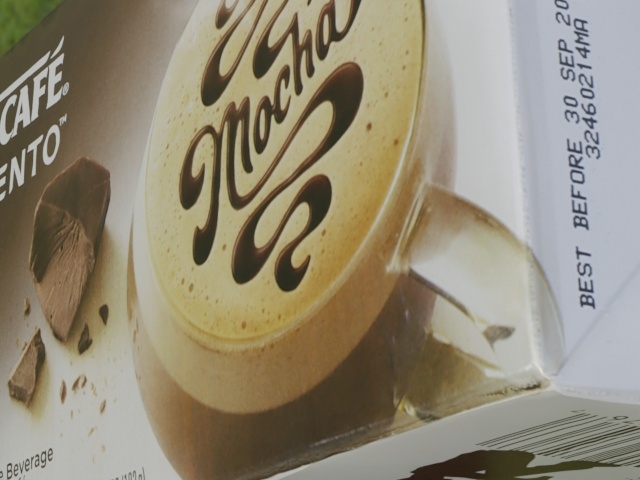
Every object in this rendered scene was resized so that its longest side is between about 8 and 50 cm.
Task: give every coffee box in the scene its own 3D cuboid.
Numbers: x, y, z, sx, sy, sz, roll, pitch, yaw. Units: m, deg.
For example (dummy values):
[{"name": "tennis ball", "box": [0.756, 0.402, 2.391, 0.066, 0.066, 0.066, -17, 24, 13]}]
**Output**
[{"name": "coffee box", "box": [0.000, 0.000, 0.472, 0.119, 0.297, 0.168, 11, 68, -33]}]
